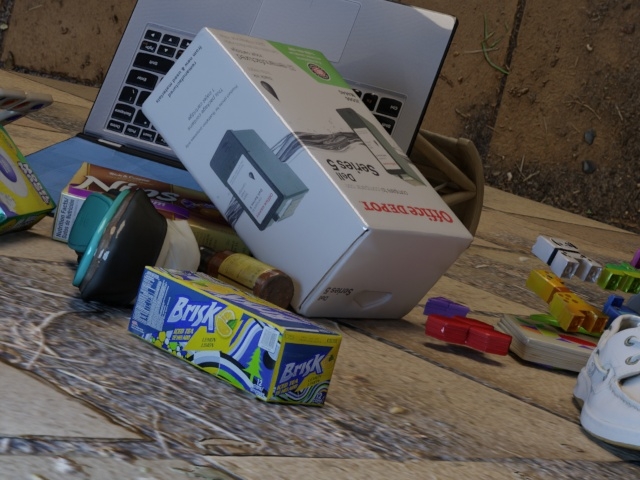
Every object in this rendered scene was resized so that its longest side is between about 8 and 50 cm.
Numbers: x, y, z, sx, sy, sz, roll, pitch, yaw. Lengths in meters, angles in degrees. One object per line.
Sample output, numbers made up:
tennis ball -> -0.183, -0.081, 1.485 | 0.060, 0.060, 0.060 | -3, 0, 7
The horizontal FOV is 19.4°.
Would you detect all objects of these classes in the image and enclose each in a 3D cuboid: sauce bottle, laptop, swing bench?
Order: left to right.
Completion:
laptop -> -0.108, -0.152, 2.023 | 0.382, 0.408, 0.236 | 17, -14, 18
sauce bottle -> -0.074, 0.031, 1.676 | 0.042, 0.042, 0.128 | 9, 10, -39
swing bench -> 0.069, -0.107, 2.649 | 0.253, 0.165, 0.254 | 19, 7, 38

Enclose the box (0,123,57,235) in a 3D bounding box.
box -> -0.299, -0.056, 1.696 | 0.105, 0.043, 0.179 | 55, 7, 1

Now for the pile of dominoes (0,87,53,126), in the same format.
pile of dominoes -> -0.380, -0.087, 1.749 | 0.196, 0.040, 0.251 | -23, -7, 18

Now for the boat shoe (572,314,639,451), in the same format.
boat shoe -> 0.261, 0.110, 1.501 | 0.098, 0.096, 0.277 | 14, 7, -6

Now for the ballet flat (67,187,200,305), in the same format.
ballet flat -> -0.150, 0.005, 1.536 | 0.096, 0.095, 0.280 | 26, 4, -11

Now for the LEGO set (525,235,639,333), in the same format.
LEGO set -> 0.269, 0.043, 1.881 | 0.227, 0.087, 0.093 | 9, 24, -45

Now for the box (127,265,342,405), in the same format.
box -> -0.063, 0.067, 1.339 | 0.059, 0.054, 0.169 | 8, 10, -42

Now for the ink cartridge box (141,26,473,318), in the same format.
ink cartridge box -> -0.011, -0.062, 1.775 | 0.273, 0.115, 0.198 | 51, 24, 25

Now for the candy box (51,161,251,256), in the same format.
candy box -> -0.153, -0.017, 1.785 | 0.186, 0.053, 0.109 | 16, 19, 0

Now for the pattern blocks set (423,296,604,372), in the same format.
pattern blocks set -> 0.256, 0.110, 1.798 | 0.324, 0.026, 0.285 | 15, 6, 2

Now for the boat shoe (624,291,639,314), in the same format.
boat shoe -> 0.474, 0.105, 1.961 | 0.306, 0.113, 0.105 | 8, 16, 35
